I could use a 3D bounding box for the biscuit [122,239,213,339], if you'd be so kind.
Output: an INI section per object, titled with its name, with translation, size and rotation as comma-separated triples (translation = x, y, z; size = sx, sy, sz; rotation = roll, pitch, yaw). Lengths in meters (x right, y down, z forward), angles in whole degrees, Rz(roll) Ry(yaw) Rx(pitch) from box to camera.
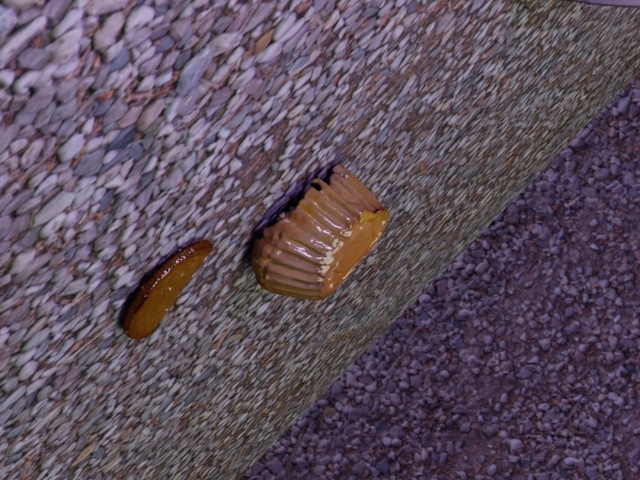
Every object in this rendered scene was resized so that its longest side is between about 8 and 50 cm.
[biscuit]
translation = -0.254, 0.080, 1.716
size = 0.206, 0.025, 0.126
rotation = -53, 164, 18

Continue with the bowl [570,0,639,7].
[bowl]
translation = 0.567, -0.536, 1.959
size = 0.337, 0.337, 0.157
rotation = -32, 128, -42

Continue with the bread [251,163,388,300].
[bread]
translation = 0.000, 0.000, 1.968
size = 0.274, 0.149, 0.274
rotation = -42, 158, -22
